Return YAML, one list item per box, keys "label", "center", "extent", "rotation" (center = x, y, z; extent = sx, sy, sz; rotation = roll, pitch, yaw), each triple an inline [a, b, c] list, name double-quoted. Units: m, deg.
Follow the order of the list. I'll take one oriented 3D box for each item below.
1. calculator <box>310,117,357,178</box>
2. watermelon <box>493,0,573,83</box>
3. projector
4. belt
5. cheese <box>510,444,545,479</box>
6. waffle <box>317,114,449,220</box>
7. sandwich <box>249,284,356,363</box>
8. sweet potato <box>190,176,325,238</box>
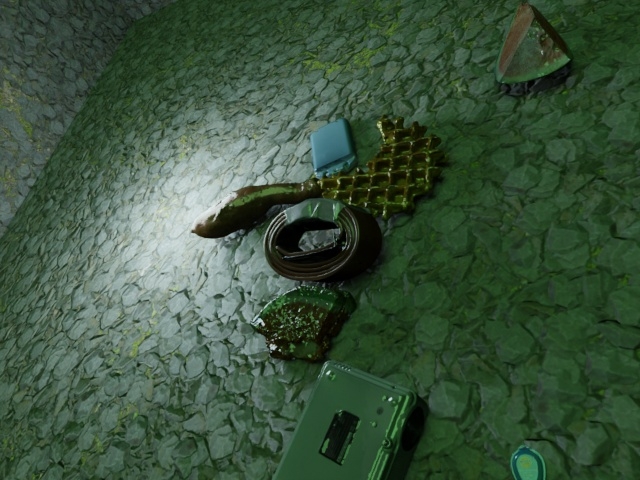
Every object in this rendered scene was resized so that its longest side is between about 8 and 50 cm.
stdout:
- label: "calculator"
  center: [0.033, -0.249, 1.283]
  extent: [0.121, 0.039, 0.210]
  rotation: [-22, 48, 16]
- label: "watermelon"
  center: [0.471, -0.431, 1.106]
  extent: [0.146, 0.128, 0.231]
  rotation: [-43, 23, 38]
- label: "projector"
  center: [0.045, 0.348, 0.795]
  extent: [0.192, 0.099, 0.256]
  rotation: [12, 66, 37]
- label: "belt"
  center: [0.000, 0.000, 1.044]
  extent: [0.262, 0.105, 0.184]
  rotation: [-13, 75, 37]
- label: "cheese"
  center: [0.301, 0.351, 0.683]
  extent: [0.047, 0.017, 0.111]
  rotation: [-16, 51, 27]
- label: "waffle"
  center: [0.155, -0.156, 1.120]
  extent: [0.293, 0.069, 0.260]
  rotation: [-45, 50, -3]
- label: "sandwich"
  center: [-0.054, 0.168, 1.004]
  extent: [0.235, 0.079, 0.159]
  rotation: [-3, 57, 31]
- label: "sweet potato"
  center: [-0.173, -0.096, 1.267]
  extent: [0.385, 0.109, 0.109]
  rotation: [-21, 49, 13]
